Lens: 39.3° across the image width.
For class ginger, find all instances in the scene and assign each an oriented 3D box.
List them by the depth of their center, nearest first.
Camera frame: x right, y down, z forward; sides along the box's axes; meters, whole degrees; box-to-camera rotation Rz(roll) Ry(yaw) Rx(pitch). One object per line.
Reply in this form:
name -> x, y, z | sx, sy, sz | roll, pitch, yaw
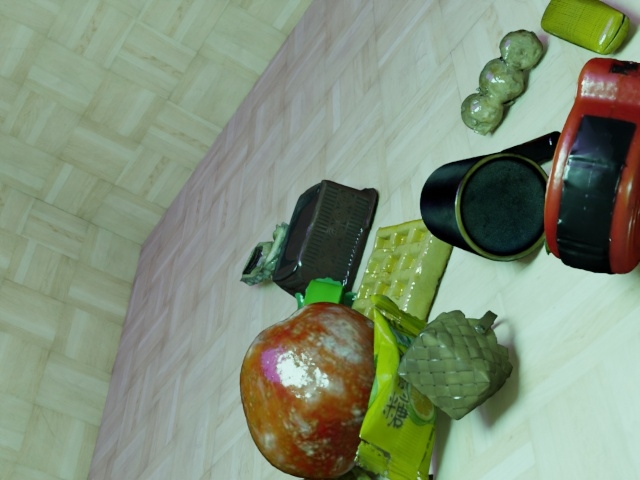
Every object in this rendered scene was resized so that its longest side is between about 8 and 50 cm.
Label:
ginger -> 0.326, -0.291, 1.628 | 0.204, 0.080, 0.104 | -58, 16, 21

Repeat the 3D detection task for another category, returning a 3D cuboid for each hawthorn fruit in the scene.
hawthorn fruit -> 0.005, 0.244, 1.487 | 0.284, 0.284, 0.284 | -49, 25, 33

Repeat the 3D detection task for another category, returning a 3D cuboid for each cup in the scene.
cup -> 0.288, -0.066, 1.429 | 0.177, 0.240, 0.165 | -167, 61, -74

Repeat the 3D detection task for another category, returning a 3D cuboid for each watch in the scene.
watch -> 0.000, 0.133, 1.762 | 0.152, 0.131, 0.165 | 77, -153, -67

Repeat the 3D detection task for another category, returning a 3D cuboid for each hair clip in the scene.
hair clip -> -0.119, 0.050, 2.276 | 0.138, 0.091, 0.321 | -69, 11, -15

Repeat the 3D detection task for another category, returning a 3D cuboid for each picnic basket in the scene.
picnic basket -> 0.212, 0.168, 1.313 | 0.178, 0.138, 0.128 | -25, -30, -58
picnic basket -> 0.000, 0.000, 1.989 | 0.222, 0.129, 0.296 | -27, 40, 60

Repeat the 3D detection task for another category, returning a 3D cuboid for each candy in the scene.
candy -> 0.129, 0.229, 1.353 | 0.081, 0.187, 0.297 | -26, 43, 35

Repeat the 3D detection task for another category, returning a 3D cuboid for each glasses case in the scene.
glasses case -> 0.433, -0.360, 1.478 | 0.079, 0.064, 0.234 | -60, 21, 15

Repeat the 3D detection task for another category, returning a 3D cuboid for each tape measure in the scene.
tape measure -> 0.365, -0.083, 1.103 | 0.114, 0.253, 0.260 | 14, 82, 28

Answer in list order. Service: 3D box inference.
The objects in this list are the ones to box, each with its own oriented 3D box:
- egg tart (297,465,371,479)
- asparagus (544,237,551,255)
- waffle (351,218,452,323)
egg tart -> -0.020, 0.490, 1.476 | 0.294, 0.123, 0.294 | -47, 27, 34
asparagus -> 0.382, -0.108, 1.312 | 0.067, 0.060, 0.277 | -10, 56, 52
waffle -> 0.144, 0.074, 1.664 | 0.221, 0.055, 0.247 | -12, 54, 64
